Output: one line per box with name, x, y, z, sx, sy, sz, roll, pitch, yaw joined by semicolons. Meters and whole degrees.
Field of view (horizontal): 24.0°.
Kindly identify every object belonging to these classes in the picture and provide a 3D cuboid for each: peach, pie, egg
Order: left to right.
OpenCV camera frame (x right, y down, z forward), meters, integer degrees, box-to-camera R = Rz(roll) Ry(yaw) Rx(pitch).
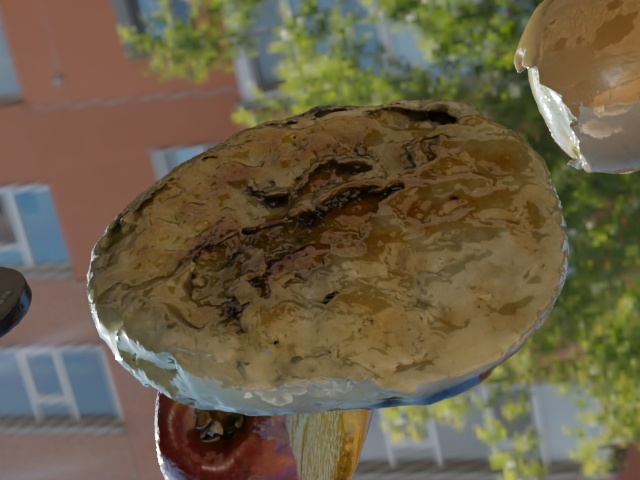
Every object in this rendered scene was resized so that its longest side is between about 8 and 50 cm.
peach;-0.050;0.158;1.292;0.154;0.158;0.267;4;-168;16
pie;0.000;0.000;0.991;0.339;0.077;0.339;-7;-146;5
egg;0.311;-0.184;1.475;0.244;0.201;0.201;-40;-158;9

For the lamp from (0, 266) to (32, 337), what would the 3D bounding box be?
lamp;-0.319;-0.053;1.298;0.109;0.371;0.130;10;-141;10
